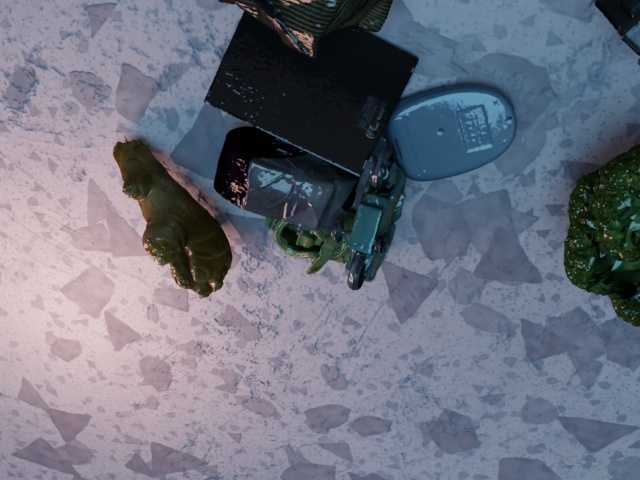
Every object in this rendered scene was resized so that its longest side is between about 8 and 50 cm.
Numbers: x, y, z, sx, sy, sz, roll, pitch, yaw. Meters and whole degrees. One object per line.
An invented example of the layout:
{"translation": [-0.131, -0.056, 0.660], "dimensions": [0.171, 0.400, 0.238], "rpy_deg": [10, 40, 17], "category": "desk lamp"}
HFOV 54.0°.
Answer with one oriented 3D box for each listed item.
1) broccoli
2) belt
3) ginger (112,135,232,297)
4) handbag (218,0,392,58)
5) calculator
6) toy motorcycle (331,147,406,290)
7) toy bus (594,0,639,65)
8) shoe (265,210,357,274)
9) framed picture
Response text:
{"translation": [0.628, -0.021, 1.151], "dimensions": [0.310, 0.321, 0.413], "rpy_deg": [10, 132, 41], "category": "broccoli"}
{"translation": [-0.064, -0.136, 1.285], "dimensions": [0.289, 0.184, 0.164], "rpy_deg": [20, 119, -4], "category": "belt"}
{"translation": [-0.346, -0.037, 1.376], "dimensions": [0.375, 0.236, 0.166], "rpy_deg": [39, 137, -9], "category": "ginger"}
{"translation": [-0.026, -0.460, 0.998], "dimensions": [0.341, 0.247, 0.240], "rpy_deg": [38, 143, 26], "category": "handbag"}
{"translation": [0.235, -0.210, 1.257], "dimensions": [0.303, 0.042, 0.188], "rpy_deg": [-14, 119, 20], "category": "calculator"}
{"translation": [0.109, -0.047, 1.288], "dimensions": [0.109, 0.198, 0.296], "rpy_deg": [18, 104, 16], "category": "toy motorcycle"}
{"translation": [0.538, -0.342, 0.969], "dimensions": [0.167, 0.275, 0.138], "rpy_deg": [38, 122, -11], "category": "toy bus"}
{"translation": [0.002, -0.004, 1.404], "dimensions": [0.262, 0.128, 0.140], "rpy_deg": [26, 138, -2], "category": "shoe"}
{"translation": [-0.018, -0.306, 1.202], "dimensions": [0.339, 0.014, 0.255], "rpy_deg": [25, 98, -5], "category": "framed picture"}
